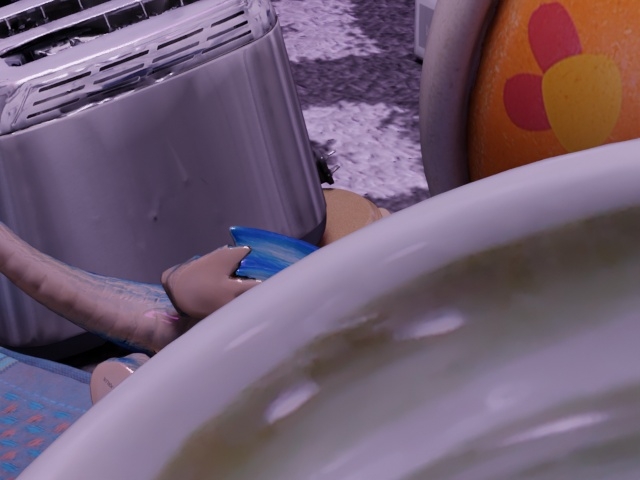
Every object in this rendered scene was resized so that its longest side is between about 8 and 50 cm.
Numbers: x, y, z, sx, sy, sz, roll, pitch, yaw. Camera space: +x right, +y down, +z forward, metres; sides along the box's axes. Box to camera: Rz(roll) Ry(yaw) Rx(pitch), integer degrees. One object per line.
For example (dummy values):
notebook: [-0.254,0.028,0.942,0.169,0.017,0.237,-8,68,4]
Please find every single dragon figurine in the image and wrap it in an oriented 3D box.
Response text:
dragon figurine: [-0.015,0.046,0.538,0.289,0.085,0.144,27,5,5]

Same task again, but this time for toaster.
toaster: [-0.093,-0.050,0.748,0.227,0.147,0.129,-22,33,-18]

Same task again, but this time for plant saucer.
plant saucer: [0.046,0.142,0.312,0.400,0.101,0.400,-22,34,16]

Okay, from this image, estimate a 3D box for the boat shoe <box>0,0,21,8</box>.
boat shoe: [-0.329,-0.202,1.111,0.340,0.127,0.158,9,21,18]

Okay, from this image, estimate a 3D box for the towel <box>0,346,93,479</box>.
towel: [-0.210,0.102,0.523,0.271,0.040,0.370,15,19,30]

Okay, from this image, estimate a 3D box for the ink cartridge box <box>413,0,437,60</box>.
ink cartridge box: [0.251,-0.138,1.031,0.261,0.066,0.296,-15,30,-26]

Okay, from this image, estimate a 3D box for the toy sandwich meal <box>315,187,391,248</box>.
toy sandwich meal: [0.000,0.000,0.810,0.085,0.029,0.086,-8,31,5]

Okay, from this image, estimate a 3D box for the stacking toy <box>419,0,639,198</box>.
stacking toy: [0.283,0.018,0.521,0.350,0.351,0.480,-13,44,-23]
